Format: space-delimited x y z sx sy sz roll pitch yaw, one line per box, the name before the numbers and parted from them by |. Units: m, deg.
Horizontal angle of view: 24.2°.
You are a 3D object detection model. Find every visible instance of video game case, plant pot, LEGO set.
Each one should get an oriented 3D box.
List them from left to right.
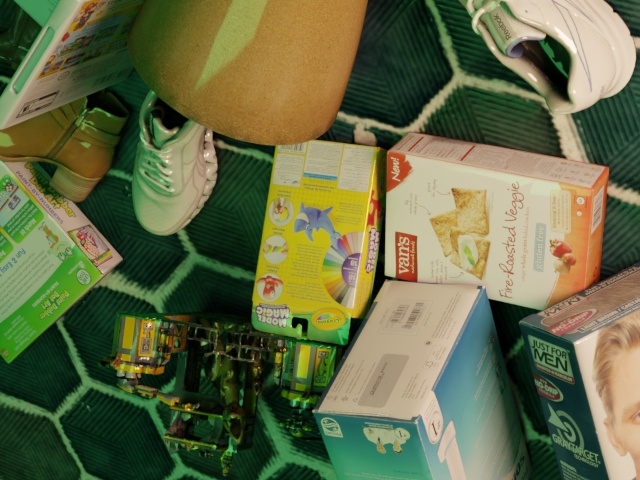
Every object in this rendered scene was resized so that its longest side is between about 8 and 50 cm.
video game case | -0.243 -0.225 1.638 0.026 0.227 0.206 47 127 8
LEGO set | -0.090 0.196 1.755 0.331 0.255 0.192 7 91 13
plant pot | -0.046 -0.268 1.496 0.237 0.237 0.254 34 128 9

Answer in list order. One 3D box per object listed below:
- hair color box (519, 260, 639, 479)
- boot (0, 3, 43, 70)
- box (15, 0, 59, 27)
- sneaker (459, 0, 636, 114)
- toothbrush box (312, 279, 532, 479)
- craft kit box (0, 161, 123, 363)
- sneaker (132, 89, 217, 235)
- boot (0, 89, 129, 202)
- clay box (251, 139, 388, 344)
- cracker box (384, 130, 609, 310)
hair color box | 0.345 0.214 1.569 0.105 0.174 0.347 21 133 63
boot | -0.373 -0.268 1.804 0.106 0.037 0.114 27 129 -2
box | -0.238 -0.314 1.650 0.091 0.130 0.170 43 128 2
sneaker | 0.186 -0.247 1.456 0.297 0.129 0.111 46 129 2
toothbrush box | 0.122 0.223 1.644 0.126 0.216 0.295 2 131 28
craft kit box | -0.417 0.005 1.962 0.246 0.061 0.250 51 127 0
sneaker | -0.172 -0.118 1.726 0.110 0.118 0.292 28 126 11
boot | -0.333 -0.153 1.825 0.197 0.073 0.152 32 128 -4
clay box | 0.000 0.000 1.672 0.127 0.053 0.222 9 90 25
cracker box | 0.186 -0.018 1.613 0.232 0.067 0.156 12 120 24
